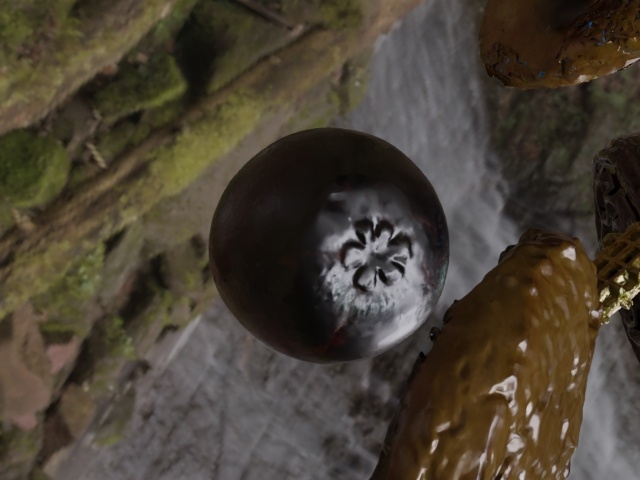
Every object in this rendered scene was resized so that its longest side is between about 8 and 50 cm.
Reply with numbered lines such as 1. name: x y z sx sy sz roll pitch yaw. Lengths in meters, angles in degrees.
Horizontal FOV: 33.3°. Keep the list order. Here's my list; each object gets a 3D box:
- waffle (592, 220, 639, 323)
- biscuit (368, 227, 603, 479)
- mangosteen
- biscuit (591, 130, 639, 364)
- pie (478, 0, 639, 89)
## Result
1. waffle: 0.380 0.014 1.229 0.192 0.046 0.161 -29 -159 31
2. biscuit: 0.113 0.134 0.666 0.296 0.075 0.296 -44 144 -44
3. mangosteen: 0.000 0.004 1.319 0.300 0.300 0.300 -59 177 -5
4. biscuit: 0.485 0.044 1.576 0.407 0.091 0.408 -14 90 -88
5. pie: 0.262 -0.253 1.028 0.273 0.069 0.274 -31 -135 36
